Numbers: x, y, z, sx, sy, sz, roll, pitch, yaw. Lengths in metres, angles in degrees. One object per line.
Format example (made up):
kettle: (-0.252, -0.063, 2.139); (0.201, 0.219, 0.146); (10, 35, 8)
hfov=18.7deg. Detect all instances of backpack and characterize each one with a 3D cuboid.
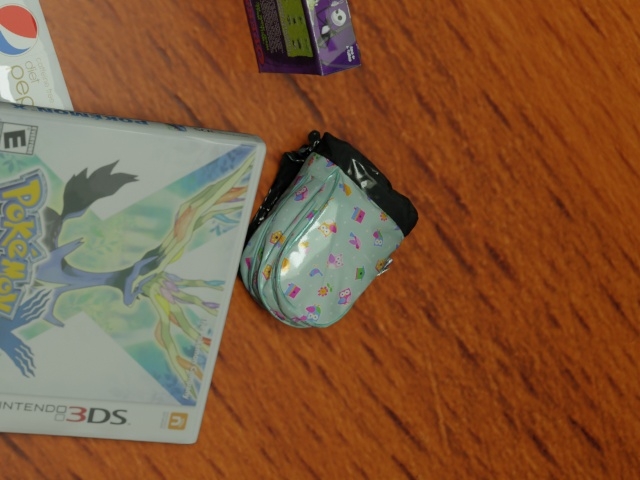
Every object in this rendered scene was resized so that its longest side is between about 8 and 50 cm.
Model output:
backpack: (0.000, 0.000, 1.964); (0.152, 0.115, 0.182); (43, 81, -22)

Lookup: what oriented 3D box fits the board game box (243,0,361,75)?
board game box: (-0.050, -0.332, 1.864); (0.056, 0.208, 0.347); (-17, 101, -20)

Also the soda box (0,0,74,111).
soda box: (-0.291, -0.169, 1.851); (0.069, 0.074, 0.216); (-21, 102, -18)

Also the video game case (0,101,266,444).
video game case: (-0.228, 0.038, 1.866); (0.300, 0.036, 0.329); (6, 110, -23)
